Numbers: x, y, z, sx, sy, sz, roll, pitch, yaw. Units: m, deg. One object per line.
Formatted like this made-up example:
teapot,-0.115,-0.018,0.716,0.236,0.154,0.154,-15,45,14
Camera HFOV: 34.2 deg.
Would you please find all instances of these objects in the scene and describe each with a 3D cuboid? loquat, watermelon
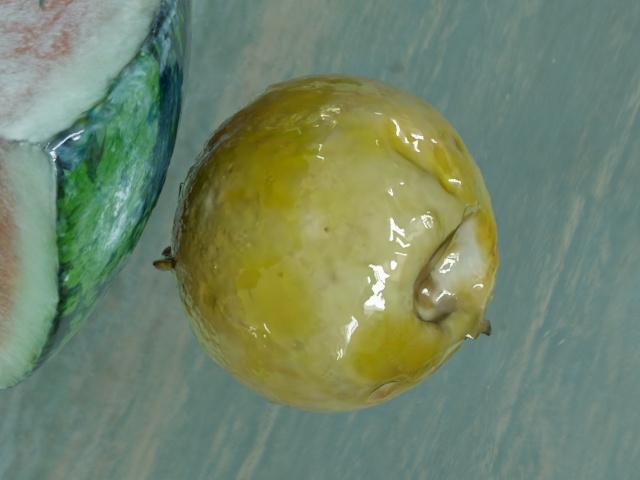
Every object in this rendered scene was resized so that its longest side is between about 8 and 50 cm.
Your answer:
loquat,0.000,0.000,0.714,0.244,0.244,0.244,-1,82,9
watermelon,-0.197,-0.082,0.609,0.292,0.250,0.283,38,130,9
